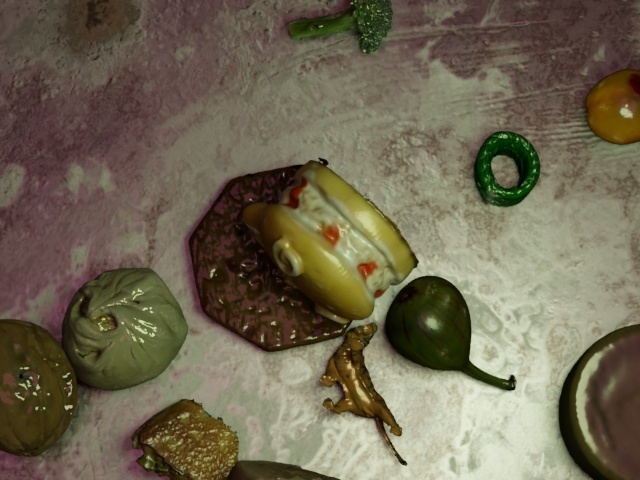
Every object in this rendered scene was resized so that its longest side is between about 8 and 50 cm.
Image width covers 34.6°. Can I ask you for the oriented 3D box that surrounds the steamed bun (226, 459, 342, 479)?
[{"bbox_3d":[-0.045,0.482,1.679,0.301,0.199,0.251,20,91,-16],"label":"steamed bun"}]

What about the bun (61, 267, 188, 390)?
[{"bbox_3d":[-0.354,0.149,1.799,0.231,0.133,0.231,-1,77,3],"label":"bun"}]

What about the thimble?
[{"bbox_3d":[0.337,-0.127,1.874,0.118,0.090,0.130,22,78,5],"label":"thimble"}]

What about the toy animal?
[{"bbox_3d":[0.080,0.278,1.787,0.114,0.116,0.255,-25,82,19],"label":"toy animal"}]

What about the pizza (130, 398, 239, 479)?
[{"bbox_3d":[-0.212,0.373,1.777,0.226,0.069,0.147,34,58,5],"label":"pizza"}]

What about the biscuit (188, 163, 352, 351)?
[{"bbox_3d":[-0.061,0.029,1.863,0.359,0.046,0.359,0,75,1],"label":"biscuit"}]

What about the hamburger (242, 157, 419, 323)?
[{"bbox_3d":[0.000,0.000,1.724,0.186,0.261,0.303,-42,58,-5],"label":"hamburger"}]

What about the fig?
[{"bbox_3d":[0.224,0.186,1.804,0.151,0.151,0.259,-43,107,-9],"label":"fig"}]

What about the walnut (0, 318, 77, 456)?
[{"bbox_3d":[-0.516,0.249,1.746,0.198,0.198,0.245,-19,85,-4],"label":"walnut"}]

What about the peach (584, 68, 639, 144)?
[{"bbox_3d":[0.551,-0.243,1.882,0.138,0.138,0.138,0,76,1],"label":"peach"}]

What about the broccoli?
[{"bbox_3d":[0.036,-0.419,1.958,0.204,0.122,0.118,-13,61,12],"label":"broccoli"}]

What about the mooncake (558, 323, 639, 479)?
[{"bbox_3d":[0.545,0.287,1.735,0.284,0.155,0.284,0,78,1],"label":"mooncake"}]
